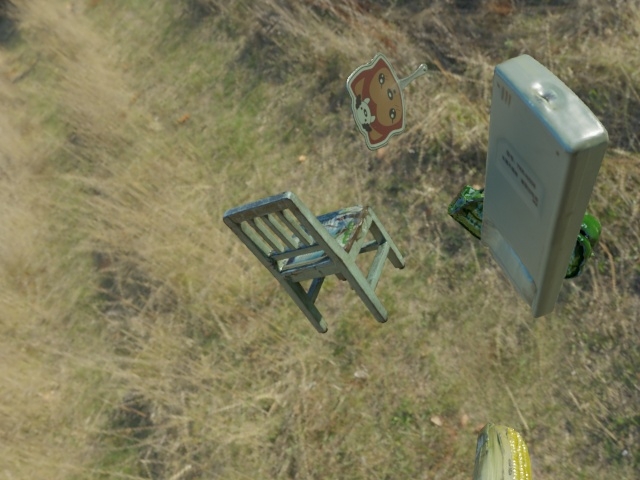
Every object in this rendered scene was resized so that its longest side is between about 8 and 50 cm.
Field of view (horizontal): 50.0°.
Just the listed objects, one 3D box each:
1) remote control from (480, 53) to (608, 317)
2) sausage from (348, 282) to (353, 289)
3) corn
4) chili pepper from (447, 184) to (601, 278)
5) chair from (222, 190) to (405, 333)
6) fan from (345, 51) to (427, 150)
[{"bbox_3d":[0.204,-0.036,0.663,0.038,0.285,0.123,-23,53,-6],"label":"remote control"},{"bbox_3d":[0.054,0.062,1.144,0.015,0.100,0.015,-1,66,2],"label":"sausage"},{"bbox_3d":[0.334,0.470,1.301,0.122,0.123,0.305,-47,3,27],"label":"corn"},{"bbox_3d":[0.529,-0.054,1.773,0.167,0.385,0.213,-56,-12,-46],"label":"chili pepper"},{"bbox_3d":[0.000,0.000,1.048,0.136,0.270,0.147,-16,35,36],"label":"chair"},{"bbox_3d":[0.111,-0.231,1.066,0.009,0.132,0.220,1,32,41],"label":"fan"}]
